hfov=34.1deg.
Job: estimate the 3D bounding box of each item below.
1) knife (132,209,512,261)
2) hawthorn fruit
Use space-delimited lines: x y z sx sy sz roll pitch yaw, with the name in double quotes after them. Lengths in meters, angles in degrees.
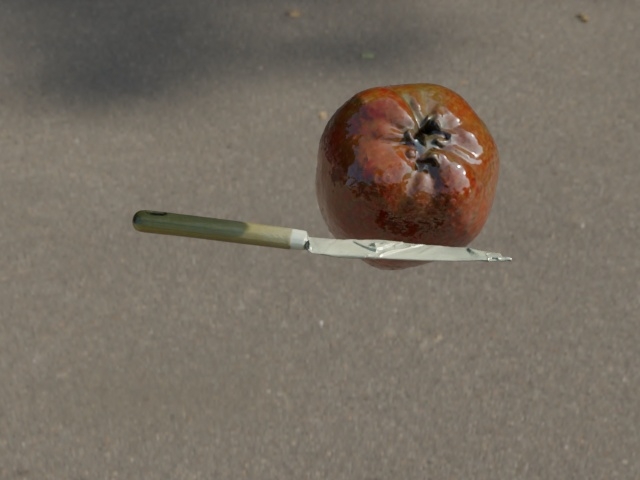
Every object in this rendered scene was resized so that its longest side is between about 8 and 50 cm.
0.000 0.003 0.813 0.297 0.017 0.047 6 11 -1 "knife"
0.084 -0.056 1.196 0.210 0.262 0.211 8 60 -15 "hawthorn fruit"
